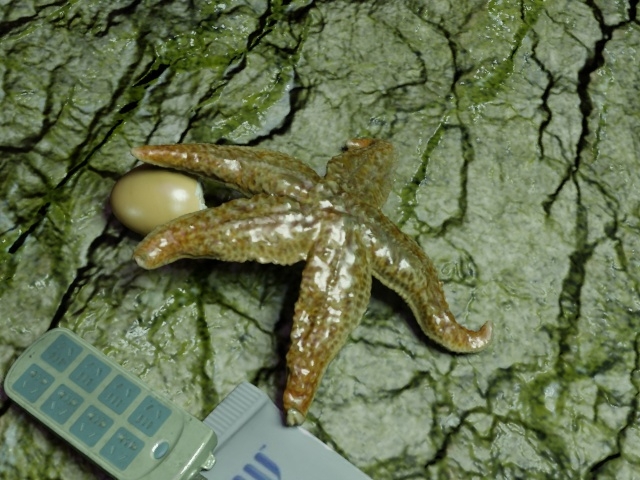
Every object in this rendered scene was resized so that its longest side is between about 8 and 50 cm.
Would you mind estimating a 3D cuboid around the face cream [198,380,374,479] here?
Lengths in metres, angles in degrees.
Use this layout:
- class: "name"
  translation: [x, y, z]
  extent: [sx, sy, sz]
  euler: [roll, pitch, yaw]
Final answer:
- class: "face cream"
  translation: [0.020, 0.300, 0.655]
  extent: [0.420, 0.137, 0.235]
  euler: [30, 62, 26]

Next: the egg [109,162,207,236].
- class: "egg"
  translation: [-0.158, -0.040, 0.844]
  extent: [0.096, 0.080, 0.080]
  euler: [3, 59, -5]

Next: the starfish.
- class: "starfish"
  translation: [0.005, -0.006, 0.810]
  extent: [0.375, 0.094, 0.327]
  euler: [39, 53, 2]

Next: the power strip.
- class: "power strip"
  translation: [-0.178, 0.152, 0.739]
  extent: [0.227, 0.029, 0.080]
  euler: [29, 61, 21]
